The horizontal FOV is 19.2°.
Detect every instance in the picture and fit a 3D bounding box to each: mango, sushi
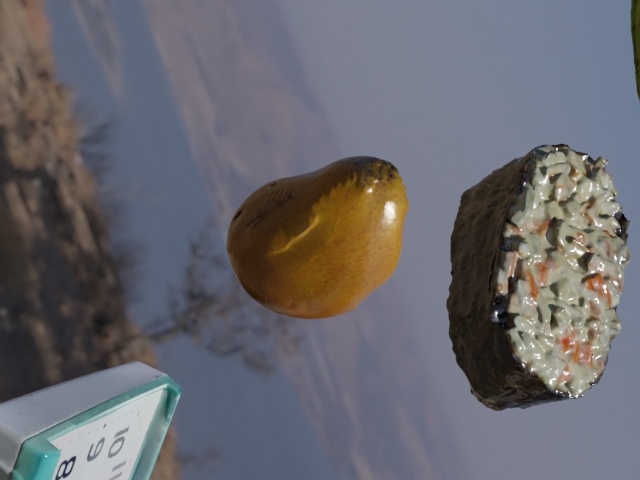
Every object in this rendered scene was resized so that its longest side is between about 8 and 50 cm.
[{"bbox_3d":[-0.004,0.001,1.298,0.159,0.084,0.105,-27,-99,57],"label":"mango"},{"bbox_3d":[0.121,0.020,1.062,0.090,0.078,0.150,26,61,-26],"label":"sushi"}]

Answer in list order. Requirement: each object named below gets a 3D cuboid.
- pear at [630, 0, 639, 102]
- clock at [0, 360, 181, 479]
[{"bbox_3d":[0.309,-0.164,1.097,0.139,0.239,0.288,53,-36,32],"label":"pear"},{"bbox_3d":[-0.260,0.238,1.689,0.116,0.262,0.231,31,24,19],"label":"clock"}]
